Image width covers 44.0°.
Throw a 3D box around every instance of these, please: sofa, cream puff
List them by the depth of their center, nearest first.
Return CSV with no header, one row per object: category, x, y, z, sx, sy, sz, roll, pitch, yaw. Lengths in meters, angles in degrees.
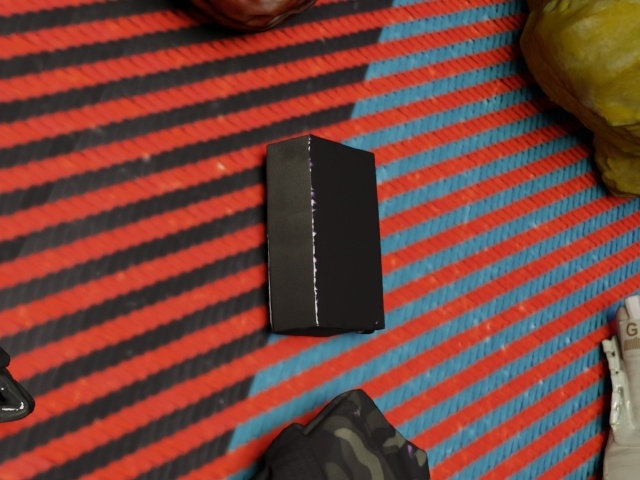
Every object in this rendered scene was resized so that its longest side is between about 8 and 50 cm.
sofa,0.000,0.000,0.611,0.085,0.060,0.147,7,76,-47
cream puff,0.322,-0.184,0.757,0.274,0.270,0.323,31,59,16

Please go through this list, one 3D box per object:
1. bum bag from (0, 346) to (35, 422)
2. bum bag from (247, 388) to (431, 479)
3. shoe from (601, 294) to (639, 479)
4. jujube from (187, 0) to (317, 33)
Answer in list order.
bum bag,-0.246,0.050,0.427,0.198,0.087,0.049,26,86,-23
bum bag,-0.050,0.216,0.507,0.340,0.095,0.144,-24,108,-31
shoe,0.323,0.129,0.738,0.316,0.124,0.159,-42,103,-36
jujube,-0.072,-0.273,0.550,0.183,0.183,0.243,-40,100,-31
